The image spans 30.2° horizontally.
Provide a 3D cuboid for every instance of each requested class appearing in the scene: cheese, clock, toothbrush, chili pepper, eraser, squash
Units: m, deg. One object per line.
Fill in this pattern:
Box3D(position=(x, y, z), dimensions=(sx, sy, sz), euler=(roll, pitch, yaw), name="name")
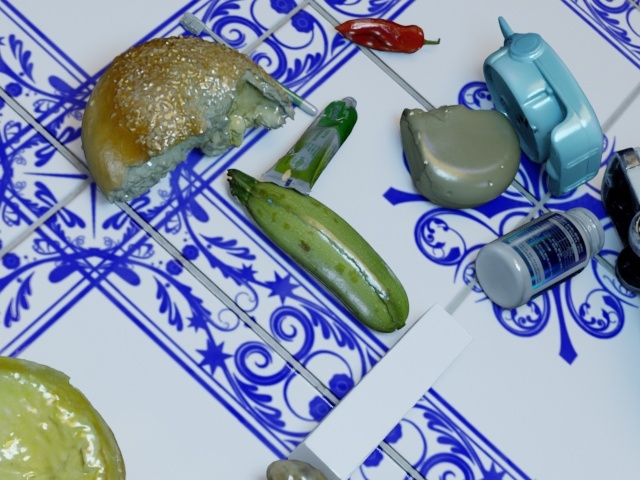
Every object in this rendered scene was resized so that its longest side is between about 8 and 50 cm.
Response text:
Box3D(position=(0.224, -0.134, 1.834), dimensions=(0.203, 0.091, 0.175), euler=(-11, 68, -26), name="cheese")
Box3D(position=(0.337, -0.214, 1.851), dimensions=(0.094, 0.223, 0.274), euler=(-30, 68, -1), name="clock")
Box3D(position=(-0.109, -0.270, 1.823), dimensions=(0.257, 0.018, 0.024), euler=(36, 61, 0), name="toothbrush")
Box3D(position=(0.112, -0.329, 1.909), dimensions=(0.191, 0.059, 0.050), euler=(4, 72, -21), name="chili pepper")
Box3D(position=(0.085, 0.213, 1.617), dimensions=(0.076, 0.078, 0.298), euler=(44, 59, 5), name="eraser")
Box3D(position=(0.000, 0.000, 1.687), dimensions=(0.341, 0.094, 0.094), euler=(42, 59, 4), name="squash")

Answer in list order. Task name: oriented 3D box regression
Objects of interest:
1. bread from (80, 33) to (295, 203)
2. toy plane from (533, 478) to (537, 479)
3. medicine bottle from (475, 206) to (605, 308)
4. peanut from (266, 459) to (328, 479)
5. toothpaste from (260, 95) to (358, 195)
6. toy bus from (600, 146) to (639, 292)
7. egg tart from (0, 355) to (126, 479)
Box3D(position=(-0.200, -0.200, 1.668), dimensions=(0.314, 0.171, 0.192), euler=(-25, 79, -29), name="bread")
Box3D(position=(0.279, 0.453, 1.557), dimensions=(0.251, 0.101, 0.255), euler=(33, 62, -2), name="toy plane")
Box3D(position=(0.335, 0.021, 1.786), dimensions=(0.192, 0.107, 0.107), euler=(-26, 76, -29), name="medicine bottle")
Box3D(position=(0.019, 0.362, 1.506), dimensions=(0.228, 0.104, 0.085), euler=(38, 45, 4), name="peanut")
Box3D(position=(-0.002, -0.146, 1.757), dimensions=(0.078, 0.046, 0.248), euler=(21, 42, 13), name="toothpaste")
Box3D(position=(0.599, 0.057, 1.758), dimensions=(0.249, 0.209, 0.439), euler=(-19, 69, 0), name="toy bus")
Box3D(position=(-0.378, 0.283, 1.370), dimensions=(0.315, 0.120, 0.314), euler=(20, 54, -30), name="egg tart")
